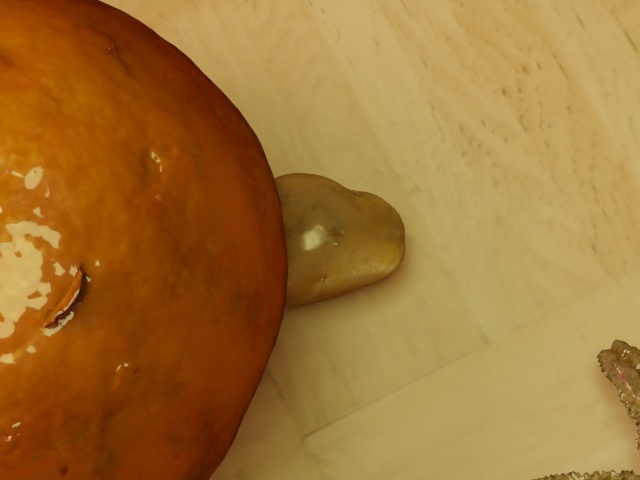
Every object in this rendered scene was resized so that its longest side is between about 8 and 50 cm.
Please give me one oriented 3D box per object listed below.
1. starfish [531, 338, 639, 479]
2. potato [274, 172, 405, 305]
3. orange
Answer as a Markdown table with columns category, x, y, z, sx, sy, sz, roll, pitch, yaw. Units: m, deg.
| category | x | y | z | sx | sy | sz | roll | pitch | yaw |
| --- | --- | --- | --- | --- | --- | --- | --- | --- | --- |
| starfish | 0.188 | 0.153 | 0.668 | 0.240 | 0.043 | 0.227 | -5 | 75 | 5 |
| potato | 0.000 | 0.000 | 0.742 | 0.083 | 0.062 | 0.068 | 2 | 91 | -12 |
| orange | -0.156 | 0.018 | 0.670 | 0.284 | 0.226 | 0.284 | -5 | 67 | 12 |
